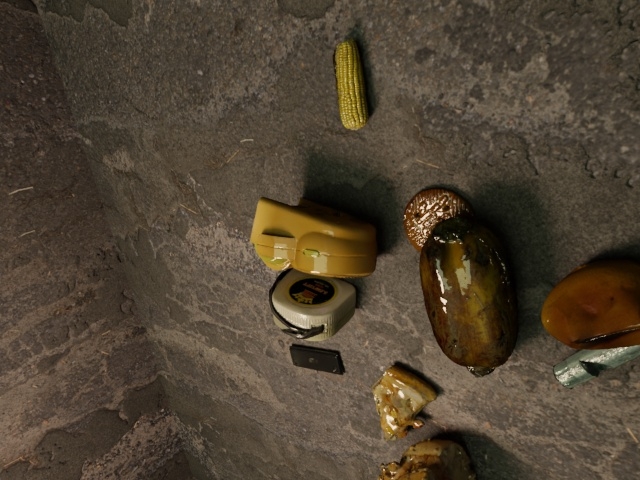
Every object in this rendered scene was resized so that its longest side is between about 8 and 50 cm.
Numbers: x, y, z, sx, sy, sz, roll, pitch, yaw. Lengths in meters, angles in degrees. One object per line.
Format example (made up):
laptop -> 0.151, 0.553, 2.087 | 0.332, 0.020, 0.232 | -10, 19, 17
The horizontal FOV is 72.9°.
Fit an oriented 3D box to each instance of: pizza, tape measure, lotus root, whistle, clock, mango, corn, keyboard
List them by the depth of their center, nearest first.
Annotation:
mango -> 0.535, 0.125, 0.826 | 0.136, 0.166, 0.236 | 24, 145, -23
whistle -> 0.607, 0.210, 0.867 | 0.062, 0.062, 0.312 | 46, 133, 13
lotus root -> 0.334, 0.136, 0.970 | 0.196, 0.179, 0.397 | 1, 119, 38
corn -> 0.071, -0.365, 1.026 | 0.072, 0.072, 0.203 | 5, 113, 38
clock -> 0.000, 0.000, 1.156 | 0.317, 0.244, 0.200 | 13, 104, 31
tape measure -> -0.054, 0.191, 1.295 | 0.271, 0.231, 0.133 | 22, 126, 30
pizza -> 0.231, 0.509, 1.327 | 0.189, 0.071, 0.297 | 35, 130, 21
keyboard -> -0.018, 0.421, 1.525 | 0.230, 0.025, 0.093 | -3, 108, 41

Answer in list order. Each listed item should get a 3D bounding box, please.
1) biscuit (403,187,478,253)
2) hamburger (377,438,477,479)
biscuit -> 0.283, -0.034, 1.040 | 0.188, 0.027, 0.187 | 19, 123, 32
hamburger -> 0.306, 0.772, 1.258 | 0.287, 0.268, 0.445 | -6, 111, 40
